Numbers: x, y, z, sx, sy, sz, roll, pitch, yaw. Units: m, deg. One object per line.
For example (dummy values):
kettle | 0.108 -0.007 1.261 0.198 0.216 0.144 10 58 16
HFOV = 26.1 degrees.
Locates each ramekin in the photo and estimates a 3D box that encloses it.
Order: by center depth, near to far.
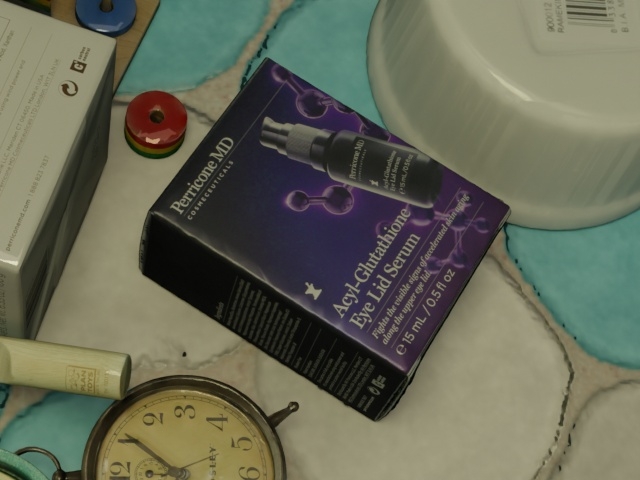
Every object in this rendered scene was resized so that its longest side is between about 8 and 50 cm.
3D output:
ramekin | 0.184 -0.160 1.053 0.277 0.135 0.277 4 65 -10

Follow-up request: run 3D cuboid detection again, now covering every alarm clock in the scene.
alarm clock | -0.109 0.155 0.891 0.192 0.064 0.129 5 65 -12

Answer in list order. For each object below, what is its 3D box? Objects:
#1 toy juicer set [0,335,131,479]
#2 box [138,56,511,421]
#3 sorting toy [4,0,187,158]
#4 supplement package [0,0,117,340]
toy juicer set | -0.170 0.177 0.802 0.209 0.089 0.329 -13 78 2
box | 0.000 0.000 0.959 0.207 0.108 0.153 31 64 3
sorting toy | -0.212 -0.169 1.029 0.275 0.046 0.132 22 63 0
supplement package | -0.301 -0.065 0.890 0.293 0.177 0.175 18 64 -2
